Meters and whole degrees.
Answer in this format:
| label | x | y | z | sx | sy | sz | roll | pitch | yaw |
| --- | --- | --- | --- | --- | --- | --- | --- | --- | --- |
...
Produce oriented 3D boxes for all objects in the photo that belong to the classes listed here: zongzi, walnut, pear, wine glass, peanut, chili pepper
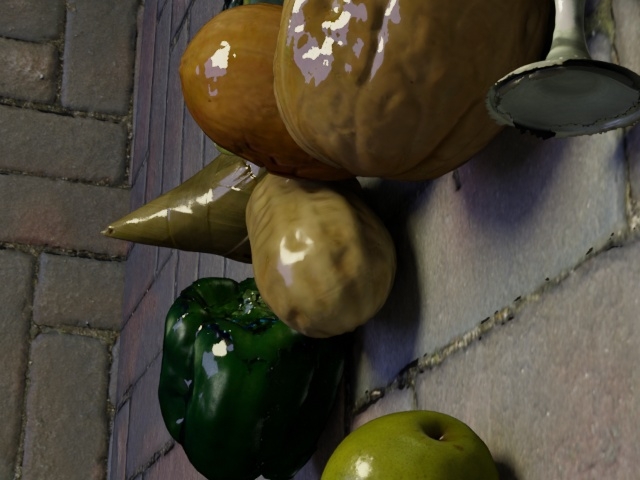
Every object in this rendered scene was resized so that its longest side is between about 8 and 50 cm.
| label | x | y | z | sx | sy | sz | roll | pitch | yaw |
| --- | --- | --- | --- | --- | --- | --- | --- | --- | --- |
| zongzi | -0.154 | -0.090 | 1.843 | 0.145 | 0.300 | 0.274 | -107 | 30 | -48 |
| walnut | -0.020 | -0.167 | 1.444 | 0.203 | 0.298 | 0.203 | 17 | -90 | -85 |
| pear | 0.080 | 0.268 | 1.177 | 0.166 | 0.180 | 0.216 | 22 | 109 | 25 |
| wine glass | 0.210 | -0.251 | 1.054 | 0.143 | 0.143 | 0.321 | 142 | 133 | -65 |
| peanut | 0.000 | 0.000 | 1.552 | 0.169 | 0.192 | 0.387 | -34 | 23 | 8 |
| chili pepper | -0.092 | 0.186 | 1.644 | 0.248 | 0.233 | 0.256 | -134 | 51 | -58 |
| walnut | 0.089 | -0.212 | 1.234 | 0.277 | 0.252 | 0.313 | -138 | 65 | -82 |

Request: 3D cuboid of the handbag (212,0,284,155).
| label | x | y | z | sx | sy | sz | roll | pitch | yaw |
| --- | --- | --- | --- | --- | --- | --- | --- | --- | --- |
| handbag | -0.032 | -0.262 | 1.685 | 0.241 | 0.222 | 0.263 | 117 | 156 | -56 |
